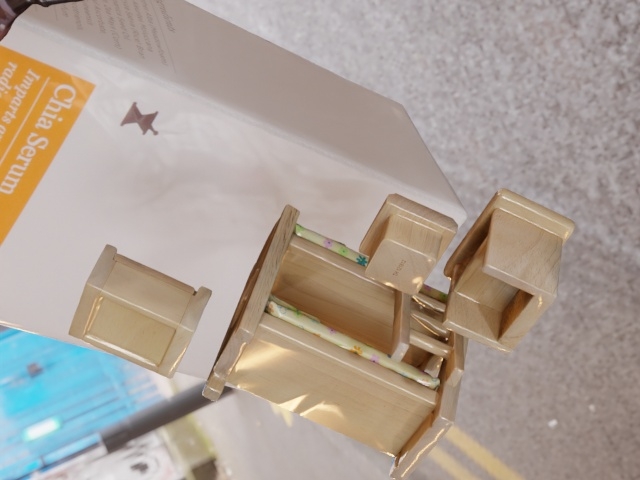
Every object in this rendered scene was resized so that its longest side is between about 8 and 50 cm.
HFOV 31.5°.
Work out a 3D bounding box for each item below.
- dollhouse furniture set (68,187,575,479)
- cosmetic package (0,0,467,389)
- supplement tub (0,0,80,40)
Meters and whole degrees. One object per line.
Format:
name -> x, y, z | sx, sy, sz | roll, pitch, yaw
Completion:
dollhouse furniture set -> 0.000, 0.000, 0.537 | 0.101, 0.181, 0.161 | -71, 9, -47
cosmetic package -> -0.144, -0.052, 0.832 | 0.230, 0.453, 0.161 | -54, 37, 24
supplement tub -> -0.204, -0.129, 0.495 | 0.106, 0.197, 0.106 | 172, 90, -87
